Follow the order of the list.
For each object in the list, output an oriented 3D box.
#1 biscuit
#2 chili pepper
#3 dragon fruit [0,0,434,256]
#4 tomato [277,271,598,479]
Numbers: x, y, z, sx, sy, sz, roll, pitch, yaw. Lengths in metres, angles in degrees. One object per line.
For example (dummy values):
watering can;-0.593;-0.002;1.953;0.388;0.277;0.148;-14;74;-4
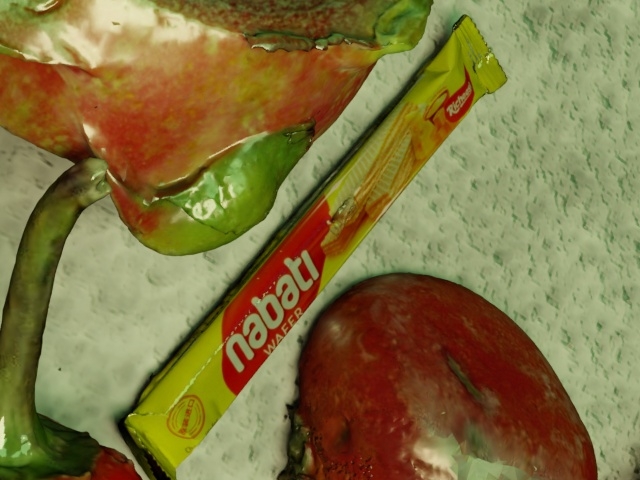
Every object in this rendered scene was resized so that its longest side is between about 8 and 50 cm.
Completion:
biscuit;0.000;0.000;0.852;0.292;0.026;0.048;-50;132;-23
chili pepper;-0.132;0.137;0.701;0.134;0.131;0.338;-6;96;-7
dragon fruit;-0.075;-0.131;0.718;0.295;0.130;0.268;11;47;-24
tomato;0.075;0.110;0.850;0.173;0.099;0.189;8;83;-30
